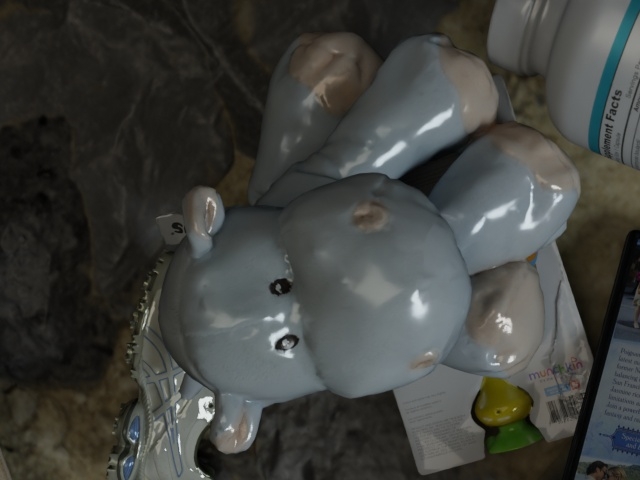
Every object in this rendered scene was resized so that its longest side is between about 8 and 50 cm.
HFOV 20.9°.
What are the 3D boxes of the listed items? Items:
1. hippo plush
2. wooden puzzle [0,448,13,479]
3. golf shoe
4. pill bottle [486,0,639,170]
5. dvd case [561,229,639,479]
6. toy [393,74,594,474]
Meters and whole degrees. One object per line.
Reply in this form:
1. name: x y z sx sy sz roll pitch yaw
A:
1. hippo plush: -0.006 -0.009 1.023 0.294 0.236 0.234 -6 94 19
2. wooden puzzle: -0.361 0.277 1.307 0.347 0.080 0.322 -24 85 30
3. golf shoe: -0.099 0.095 1.234 0.086 0.069 0.176 9 101 0
4. pill bottle: 0.236 -0.102 1.034 0.264 0.146 0.146 25 103 18
5. dvd case: 0.246 0.126 1.061 0.180 0.022 0.253 12 74 21
6. toy: 0.097 0.023 1.147 0.136 0.056 0.237 -17 90 18
